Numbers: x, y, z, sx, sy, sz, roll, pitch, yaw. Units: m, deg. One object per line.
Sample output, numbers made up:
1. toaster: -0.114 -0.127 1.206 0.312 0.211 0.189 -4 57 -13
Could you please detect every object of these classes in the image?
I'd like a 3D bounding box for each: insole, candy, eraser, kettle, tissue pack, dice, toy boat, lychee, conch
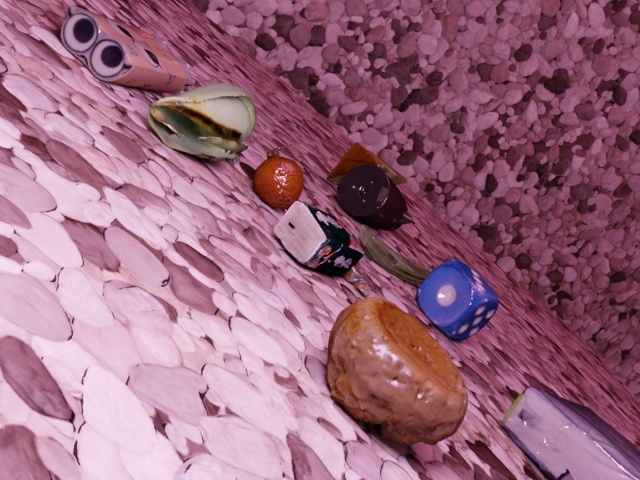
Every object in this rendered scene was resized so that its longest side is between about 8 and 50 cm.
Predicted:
1. insole: -0.052 -0.056 1.749 0.328 0.007 0.111 44 14 6
2. candy: 0.042 0.036 1.641 0.182 0.046 0.053 47 15 8
3. eraser: -0.369 -0.360 1.598 0.171 0.087 0.290 45 13 6
4. kettle: 0.139 -0.105 2.269 0.202 0.144 0.232 15 -10 28
5. tissue pack: 0.561 0.445 1.661 0.394 0.124 0.288 27 12 -50
6. dice: 0.320 0.140 1.931 0.146 0.143 0.146 19 28 -53
7. toy boat: 0.188 0.052 2.016 0.293 0.055 0.093 31 16 -42
8. lychee: -0.086 -0.126 1.651 0.114 0.101 0.140 12 32 -49
9. conch: -0.209 -0.212 1.534 0.137 0.143 0.250 3 21 14
10. tissue pack: 0.000 0.000 1.523 0.103 0.090 0.170 52 16 25

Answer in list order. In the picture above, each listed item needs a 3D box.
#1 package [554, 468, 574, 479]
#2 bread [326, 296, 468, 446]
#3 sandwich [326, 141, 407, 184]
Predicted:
1. package: 0.422 0.469 1.337 0.194 0.071 0.269 51 21 10
2. bread: 0.098 0.185 1.141 0.230 0.123 0.230 42 17 -16
3. sandwich: 0.130 -0.171 2.317 0.117 0.144 0.187 27 14 -33
